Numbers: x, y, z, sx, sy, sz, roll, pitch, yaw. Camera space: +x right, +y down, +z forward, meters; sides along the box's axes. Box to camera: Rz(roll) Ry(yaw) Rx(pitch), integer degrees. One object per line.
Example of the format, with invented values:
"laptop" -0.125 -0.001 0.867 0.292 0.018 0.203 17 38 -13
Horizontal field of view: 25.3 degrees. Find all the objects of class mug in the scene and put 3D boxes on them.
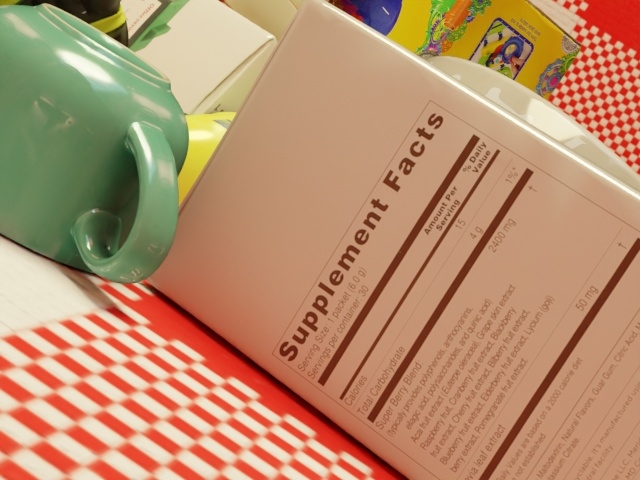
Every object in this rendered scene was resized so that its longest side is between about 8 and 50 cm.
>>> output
"mug" -0.120 -0.051 0.710 0.158 0.097 0.129 33 7 7

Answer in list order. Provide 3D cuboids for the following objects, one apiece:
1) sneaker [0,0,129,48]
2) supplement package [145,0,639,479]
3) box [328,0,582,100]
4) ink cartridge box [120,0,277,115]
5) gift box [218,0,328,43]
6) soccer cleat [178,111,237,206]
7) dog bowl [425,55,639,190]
"sneaker" -0.265 -0.172 0.742 0.385 0.145 0.147 29 8 -36
"supplement package" 0.092 0.032 0.746 0.293 0.175 0.177 35 9 22
"box" 0.027 -0.148 1.321 0.290 0.279 0.177 37 8 40
"ink cartridge box" -0.117 -0.118 1.030 0.219 0.092 0.160 36 -17 28
"gift box" -0.075 -0.293 1.170 0.276 0.258 0.255 47 -7 -37
"soccer cleat" 0.001 -0.001 0.934 0.289 0.093 0.121 27 11 -41
"dog bowl" 0.154 0.005 1.061 0.349 0.102 0.349 43 -8 8
